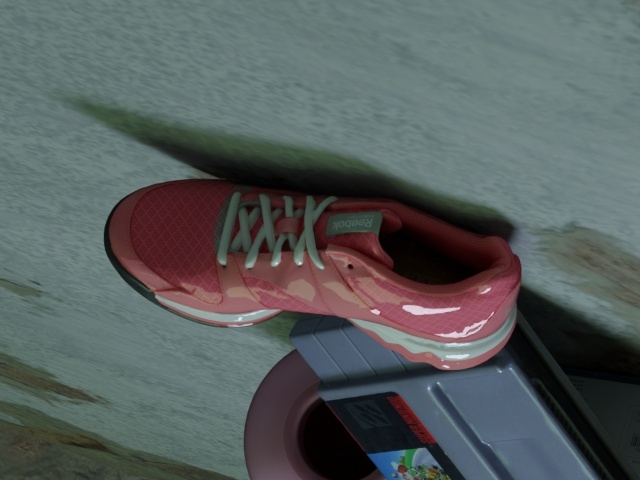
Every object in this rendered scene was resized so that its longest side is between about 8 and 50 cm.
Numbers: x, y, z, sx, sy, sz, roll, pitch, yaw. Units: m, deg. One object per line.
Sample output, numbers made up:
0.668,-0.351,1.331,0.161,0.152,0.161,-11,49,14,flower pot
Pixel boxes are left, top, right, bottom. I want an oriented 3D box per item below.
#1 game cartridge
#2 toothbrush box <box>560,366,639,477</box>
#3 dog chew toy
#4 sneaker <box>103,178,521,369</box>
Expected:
0.146,0.186,1.573,0.230,0.068,0.355,-17,118,46,game cartridge
0.324,0.227,1.718,0.216,0.126,0.295,6,160,39,toothbrush box
0.040,0.202,1.833,0.207,0.206,0.332,15,173,9,dog chew toy
0.000,0.000,1.355,0.314,0.116,0.136,11,155,-3,sneaker
